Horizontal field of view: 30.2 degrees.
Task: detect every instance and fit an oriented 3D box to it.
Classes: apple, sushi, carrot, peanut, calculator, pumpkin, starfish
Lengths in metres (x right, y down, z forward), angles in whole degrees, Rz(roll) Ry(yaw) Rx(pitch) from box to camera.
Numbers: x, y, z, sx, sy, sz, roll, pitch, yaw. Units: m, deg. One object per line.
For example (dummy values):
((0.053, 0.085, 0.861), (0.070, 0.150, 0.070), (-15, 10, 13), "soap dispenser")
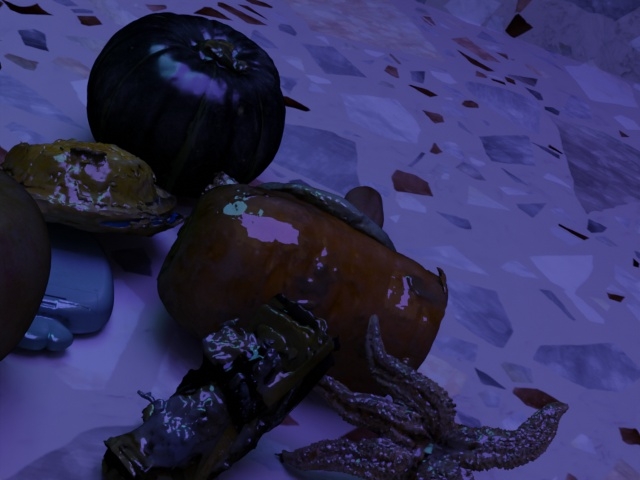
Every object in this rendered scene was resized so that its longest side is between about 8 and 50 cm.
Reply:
((-0.419, 0.030, 1.259), (0.257, 0.234, 0.257), (19, 30, -11), "apple")
((-0.120, 0.167, 1.302), (0.139, 0.131, 0.291), (36, 67, 28), "sushi")
((-0.028, 0.068, 1.524), (0.341, 0.224, 0.224), (27, 26, -11), "carrot")
((0.068, -0.039, 1.944), (0.076, 0.076, 0.152), (22, 28, -3), "peanut")
((-0.350, 0.043, 1.497), (0.184, 0.042, 0.295), (13, 27, -20), "calculator")
((-0.206, -0.210, 1.854), (0.323, 0.241, 0.323), (18, 30, -11), "pumpkin")
((0.090, 0.239, 1.363), (0.293, 0.084, 0.301), (29, 68, 15), "starfish")

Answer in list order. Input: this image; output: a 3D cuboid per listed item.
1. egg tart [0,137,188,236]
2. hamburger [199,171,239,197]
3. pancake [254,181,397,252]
((-0.316, -0.083, 1.612), (0.291, 0.107, 0.291), (11, 12, -2), "egg tart")
((-0.144, -0.006, 1.664), (0.087, 0.176, 0.102), (32, 61, 10), "hamburger")
((0.000, 0.000, 1.667), (0.253, 0.253, 0.037), (28, 62, 9), "pancake")
